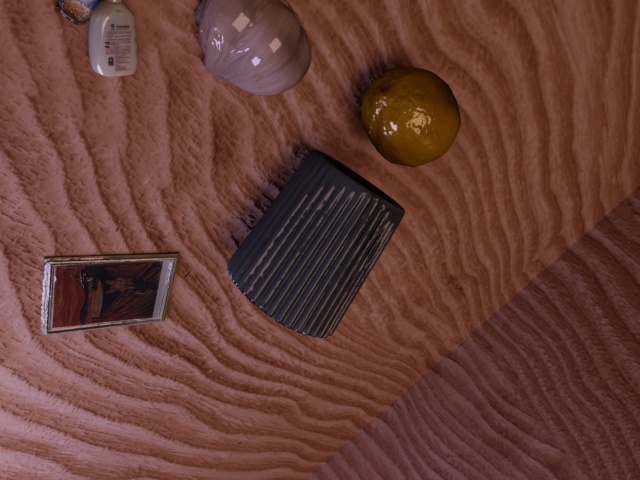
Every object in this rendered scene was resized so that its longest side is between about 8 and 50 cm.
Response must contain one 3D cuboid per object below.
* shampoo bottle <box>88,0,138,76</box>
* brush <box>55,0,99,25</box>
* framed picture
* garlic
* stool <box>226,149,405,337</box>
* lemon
[{"bbox_3d":[-0.318,-0.333,0.761,0.077,0.045,0.152,-24,144,-40],"label":"shampoo bottle"},{"bbox_3d":[-0.329,-0.395,0.733,0.164,0.014,0.051,-51,138,12],"label":"brush"},{"bbox_3d":[-0.461,0.119,1.094,0.273,0.016,0.217,-2,128,-34],"label":"framed picture"},{"bbox_3d":[-0.097,-0.332,0.861,0.178,0.143,0.229,-53,145,13],"label":"garlic"},{"bbox_3d":[0.000,0.000,1.120,0.297,0.297,0.330,23,107,-45],"label":"stool"},{"bbox_3d":[0.196,-0.266,1.077,0.260,0.204,0.204,20,113,-48],"label":"lemon"}]
